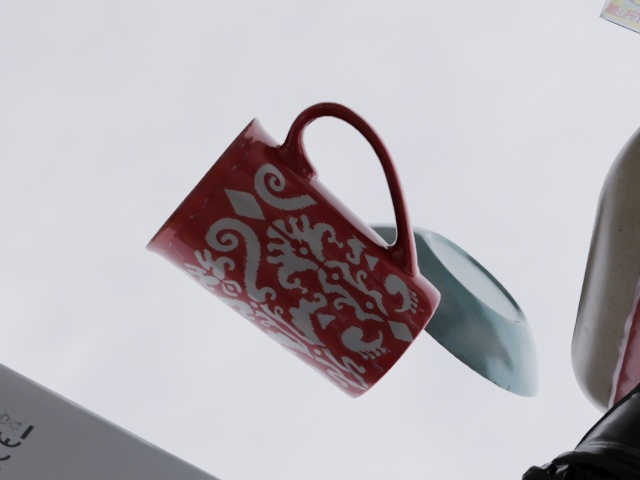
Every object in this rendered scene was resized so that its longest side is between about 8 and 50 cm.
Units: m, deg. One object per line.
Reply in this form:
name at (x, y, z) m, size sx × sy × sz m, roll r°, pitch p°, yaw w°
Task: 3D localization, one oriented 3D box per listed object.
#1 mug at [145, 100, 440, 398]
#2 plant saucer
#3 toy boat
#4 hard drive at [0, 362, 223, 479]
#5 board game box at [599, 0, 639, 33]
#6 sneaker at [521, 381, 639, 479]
mug at (-0.005, 0.006, 0.955) m, size 0.150 × 0.169 × 0.113 m, roll -46°, pitch -174°, yaw 41°
plant saucer at (0.111, 0.042, 1.167) m, size 0.037 × 0.195 × 0.195 m, roll -48°, pitch -139°, yaw 14°
toy boat at (0.194, 0.008, 0.572) m, size 0.151 × 0.231 × 0.151 m, roll 33°, pitch -115°, yaw 22°
hard drive at (-0.132, 0.183, 0.757) m, size 0.353 × 0.047 × 0.233 m, roll 27°, pitch -147°, yaw 3°
board game box at (0.263, -0.189, 0.807) m, size 0.142 × 0.275 × 0.144 m, roll 23°, pitch -94°, yaw 3°
sneaker at (0.066, 0.124, 0.442) m, size 0.107 × 0.124 × 0.283 m, roll 19°, pitch -119°, yaw 41°
